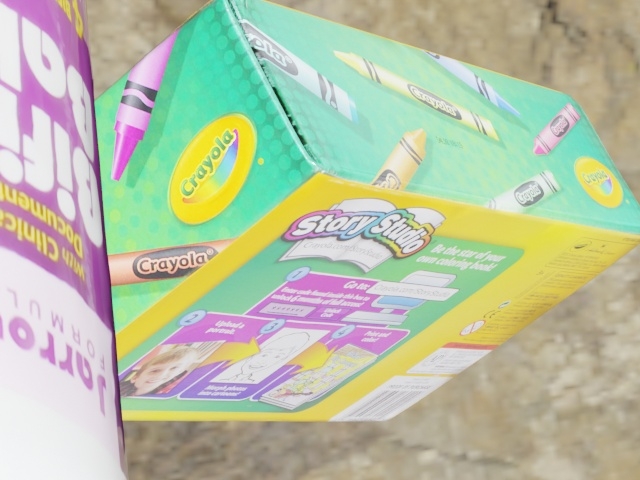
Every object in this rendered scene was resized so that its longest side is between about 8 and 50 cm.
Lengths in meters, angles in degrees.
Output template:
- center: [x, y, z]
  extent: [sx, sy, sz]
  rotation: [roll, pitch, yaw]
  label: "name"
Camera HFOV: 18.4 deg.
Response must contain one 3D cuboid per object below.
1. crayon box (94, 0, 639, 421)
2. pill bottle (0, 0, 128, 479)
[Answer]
- center: [0.000, 0.000, 0.808]
  extent: [0.165, 0.278, 0.081]
  rotation: [-37, 67, 25]
  label: "crayon box"
- center: [-0.136, 0.024, 0.508]
  extent: [0.169, 0.169, 0.301]
  rotation: [-38, 49, 39]
  label: "pill bottle"
